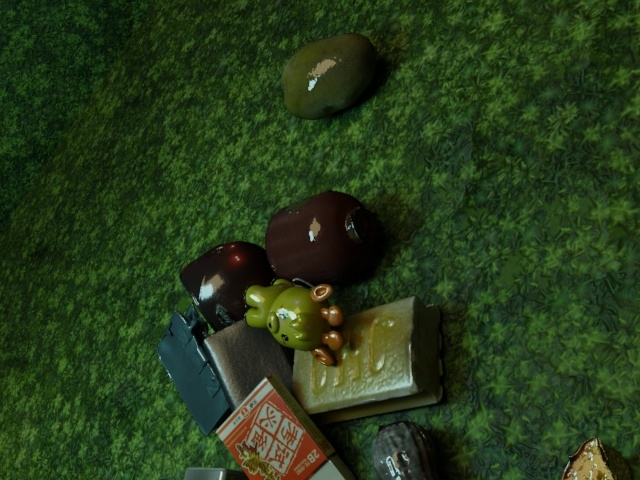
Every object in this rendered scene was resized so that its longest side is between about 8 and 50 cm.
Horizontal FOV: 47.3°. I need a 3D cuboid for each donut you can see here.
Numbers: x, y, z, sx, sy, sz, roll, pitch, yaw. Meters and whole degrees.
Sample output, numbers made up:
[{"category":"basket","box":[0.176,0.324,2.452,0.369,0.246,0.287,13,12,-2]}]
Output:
[{"category":"donut","box":[0.372,0.333,0.869,0.181,0.078,0.146,21,85,44]}]

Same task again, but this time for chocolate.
[{"category":"chocolate","box":[0.142,0.373,1.070,0.110,0.110,0.248,-38,44,26]}]

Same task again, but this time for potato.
[{"category":"potato","box":[0.022,-0.364,1.593,0.251,0.159,0.174,-19,79,30]}]

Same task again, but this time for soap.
[{"category":"soap","box":[0.075,0.208,1.250,0.274,0.089,0.173,-23,52,39]}]

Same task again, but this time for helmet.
[{"category":"helmet","box":[-0.171,0.101,1.492,0.193,0.189,0.216,-18,26,32]}]

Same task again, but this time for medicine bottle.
[{"category":"medicine bottle","box":[-0.205,0.526,1.364,0.132,0.088,0.188,-14,58,42]}]

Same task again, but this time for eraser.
[{"category":"eraser","box":[-0.064,0.369,1.258,0.230,0.038,0.157,48,112,19]}]

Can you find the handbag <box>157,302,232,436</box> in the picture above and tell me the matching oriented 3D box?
[{"category":"handbag","box":[-0.238,0.258,1.470,0.229,0.062,0.179,54,138,21]}]

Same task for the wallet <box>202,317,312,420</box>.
[{"category":"wallet","box":[-0.111,0.263,1.362,0.149,0.044,0.250,-28,72,-1]}]

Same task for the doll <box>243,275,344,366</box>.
[{"category":"doll","box":[-0.036,0.133,1.275,0.221,0.135,0.142,10,104,47]}]

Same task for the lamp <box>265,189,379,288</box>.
[{"category":"lamp","box":[0.000,0.000,1.397,0.258,0.180,0.180,-17,56,44]}]
